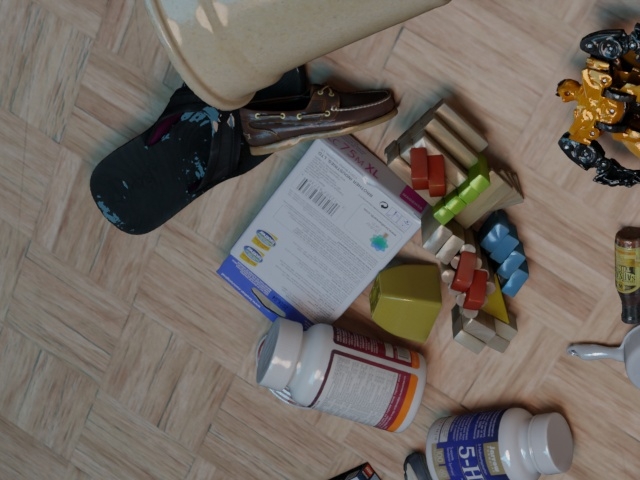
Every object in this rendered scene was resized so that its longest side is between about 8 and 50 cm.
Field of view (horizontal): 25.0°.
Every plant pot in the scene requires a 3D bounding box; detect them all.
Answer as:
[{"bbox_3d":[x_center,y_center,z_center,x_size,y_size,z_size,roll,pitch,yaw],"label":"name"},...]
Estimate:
[{"bbox_3d":[0.113,0.081,1.987,0.083,0.081,0.081,10,131,-11],"label":"plant pot"},{"bbox_3d":[-0.013,-0.348,1.706,0.305,0.334,0.334,-11,111,22],"label":"plant pot"}]

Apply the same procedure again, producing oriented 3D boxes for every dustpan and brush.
[{"bbox_3d":[0.424,0.156,1.905,0.211,0.060,0.147,-6,128,23],"label":"dustpan and brush"}]

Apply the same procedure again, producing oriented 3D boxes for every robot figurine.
[{"bbox_3d":[0.422,-0.145,1.708,0.291,0.085,0.211,19,124,17],"label":"robot figurine"}]

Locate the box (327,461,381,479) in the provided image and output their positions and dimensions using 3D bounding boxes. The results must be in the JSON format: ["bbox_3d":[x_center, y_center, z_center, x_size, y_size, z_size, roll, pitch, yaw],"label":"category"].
[{"bbox_3d":[0.032,0.460,2.294,0.233,0.044,0.159,-31,100,37],"label":"box"}]

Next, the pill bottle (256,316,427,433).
[{"bbox_3d":[0.029,0.187,2.043,0.221,0.121,0.121,18,128,-11],"label":"pill bottle"}]

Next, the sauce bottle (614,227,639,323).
[{"bbox_3d":[0.399,0.048,1.858,0.042,0.042,0.128,5,118,26],"label":"sauce bottle"}]

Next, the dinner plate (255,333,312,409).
[{"bbox_3d":[-0.034,0.193,2.194,0.141,0.017,0.141,13,122,21],"label":"dinner plate"}]

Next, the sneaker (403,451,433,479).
[{"bbox_3d":[0.231,0.422,2.145,0.122,0.110,0.283,-36,83,5],"label":"sneaker"}]

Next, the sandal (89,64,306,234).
[{"bbox_3d":[-0.179,-0.131,2.027,0.167,0.107,0.446,47,127,-4],"label":"sandal"}]

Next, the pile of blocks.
[{"bbox_3d":[0.201,0.001,1.867,0.149,0.112,0.362,-19,115,11],"label":"pile of blocks"}]

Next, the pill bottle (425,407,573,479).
[{"bbox_3d":[0.253,0.294,2.036,0.186,0.112,0.112,-13,110,33],"label":"pill bottle"}]

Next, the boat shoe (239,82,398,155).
[{"bbox_3d":[-0.005,-0.170,1.901,0.207,0.073,0.073,-14,109,4],"label":"boat shoe"}]

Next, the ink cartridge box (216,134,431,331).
[{"bbox_3d":[0.000,0.000,2.035,0.186,0.065,0.311,40,126,0],"label":"ink cartridge box"}]
